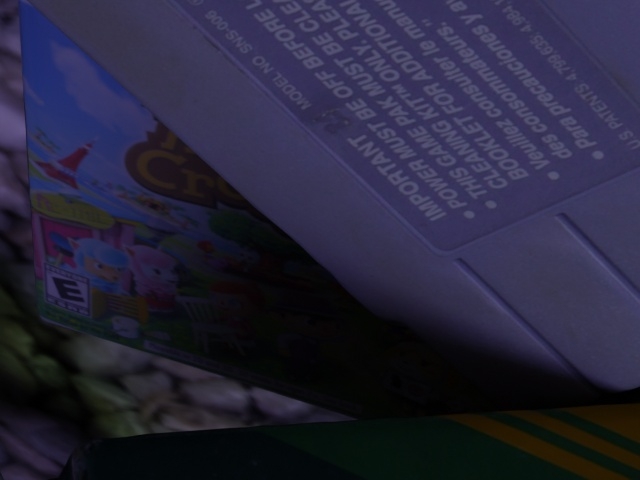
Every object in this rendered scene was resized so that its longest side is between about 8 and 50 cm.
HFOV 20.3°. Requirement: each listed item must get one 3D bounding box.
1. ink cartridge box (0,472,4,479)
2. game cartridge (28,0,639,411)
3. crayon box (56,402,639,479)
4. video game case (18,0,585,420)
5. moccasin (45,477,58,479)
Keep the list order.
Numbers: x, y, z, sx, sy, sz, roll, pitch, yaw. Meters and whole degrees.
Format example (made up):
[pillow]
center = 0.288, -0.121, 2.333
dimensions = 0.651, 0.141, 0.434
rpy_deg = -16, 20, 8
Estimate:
[ink cartridge box]
center = -0.221, 0.069, 0.700
dimensions = 0.186, 0.065, 0.311
rpy_deg = -6, 112, 37
[game cartridge]
center = 0.020, -0.102, 0.425
dimensions = 0.230, 0.068, 0.355
rpy_deg = -22, 124, 43
[crayon box]
center = 0.063, 0.117, 0.589
dimensions = 0.319, 0.081, 0.202
rpy_deg = -1, 159, -18
[video game case]
center = 0.000, 0.000, 0.618
dimensions = 0.212, 0.023, 0.193
rpy_deg = 17, 144, 6
[moccasin]
center = -0.129, 0.224, 0.900
dimensions = 0.147, 0.139, 0.380
rpy_deg = 8, 153, 3
